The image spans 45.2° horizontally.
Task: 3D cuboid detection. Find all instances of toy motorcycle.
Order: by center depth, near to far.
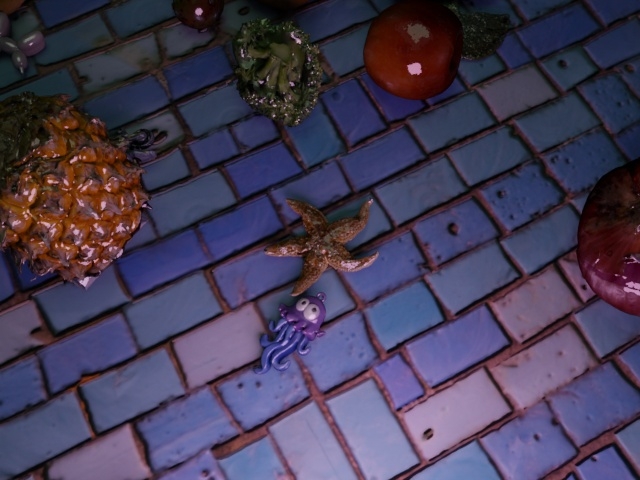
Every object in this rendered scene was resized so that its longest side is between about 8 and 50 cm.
[{"bbox_3d":[-0.449,-0.181,1.656,0.193,0.061,0.124,-9,60,1],"label":"toy motorcycle"}]

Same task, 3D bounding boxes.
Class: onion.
[{"bbox_3d":[0.688,0.001,1.517,0.348,0.285,0.347,-25,49,32],"label":"onion"}]

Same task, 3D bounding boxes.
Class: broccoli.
[{"bbox_3d":[-0.092,-0.369,1.694,0.198,0.176,0.226,-12,52,-2],"label":"broccoli"}]

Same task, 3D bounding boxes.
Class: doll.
[{"bbox_3d":[-0.056,0.182,1.502,0.110,0.067,0.206,34,79,23],"label":"doll"},{"bbox_3d":[-0.736,-0.439,1.766,0.161,0.059,0.160,26,71,1],"label":"doll"}]

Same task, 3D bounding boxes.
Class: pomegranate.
[{"bbox_3d":[-0.288,-0.555,1.809,0.130,0.130,0.130,1,66,-1],"label":"pomegranate"}]

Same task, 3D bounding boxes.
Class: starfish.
[{"bbox_3d":[0.000,0.000,1.587,0.236,0.062,0.277,34,71,14],"label":"starfish"}]

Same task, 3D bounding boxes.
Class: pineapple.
[{"bbox_3d":[-0.525,-0.103,1.458,0.352,0.300,0.352,-10,64,22],"label":"pineapple"}]

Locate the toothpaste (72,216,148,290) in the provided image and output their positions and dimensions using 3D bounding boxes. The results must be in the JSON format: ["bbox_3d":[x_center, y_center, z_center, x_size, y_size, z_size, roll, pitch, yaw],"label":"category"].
[{"bbox_3d":[-0.439,0.014,1.583,0.067,0.043,0.194,27,63,12],"label":"toothpaste"}]

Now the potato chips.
[{"bbox_3d":[0.341,-0.527,1.853,0.220,0.029,0.202,40,71,15],"label":"potato chips"}]

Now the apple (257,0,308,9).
[{"bbox_3d":[-0.093,-0.674,1.792,0.242,0.241,0.242,1,69,-2],"label":"apple"}]

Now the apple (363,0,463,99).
[{"bbox_3d":[0.208,-0.420,1.701,0.201,0.218,0.218,22,67,16],"label":"apple"}]

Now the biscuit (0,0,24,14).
[{"bbox_3d":[-0.842,-0.611,1.827,0.213,0.091,0.274,-35,73,-18],"label":"biscuit"}]
